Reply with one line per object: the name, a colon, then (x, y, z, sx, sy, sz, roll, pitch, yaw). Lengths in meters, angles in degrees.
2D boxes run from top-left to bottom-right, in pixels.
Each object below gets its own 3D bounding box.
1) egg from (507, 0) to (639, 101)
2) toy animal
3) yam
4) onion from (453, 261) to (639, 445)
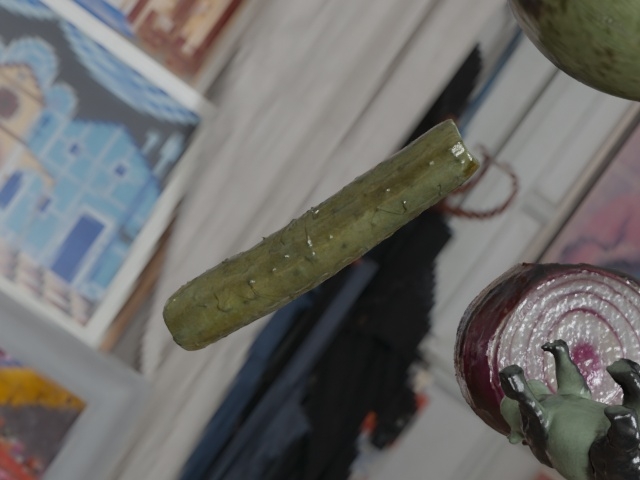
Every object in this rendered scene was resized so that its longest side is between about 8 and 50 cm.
egg: (0.360, -0.317, 1.571, 0.345, 0.428, 0.345, 55, 1, -2)
toy animal: (0.240, 0.169, 1.615, 0.225, 0.093, 0.121, 18, -53, 51)
yam: (0.000, 0.000, 1.798, 0.083, 0.371, 0.083, 53, 16, -22)
onion: (0.344, 0.163, 2.574, 0.336, 0.282, 0.260, -9, 3, -19)
